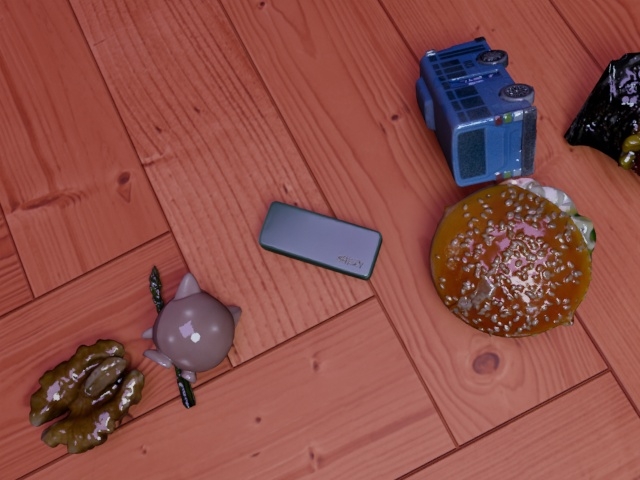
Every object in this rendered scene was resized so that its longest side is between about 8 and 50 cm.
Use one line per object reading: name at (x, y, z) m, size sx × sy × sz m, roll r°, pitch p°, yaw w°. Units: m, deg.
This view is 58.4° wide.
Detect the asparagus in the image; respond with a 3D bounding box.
asparagus at (-0.235, 0.148, 0.893) m, size 0.023 × 0.022 × 0.232 m, roll -12°, pitch 73°, yaw -27°

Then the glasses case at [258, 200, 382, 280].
glasses case at (0.000, 0.000, 0.897) m, size 0.184 × 0.039 × 0.077 m, roll 17°, pitch 79°, yaw 9°

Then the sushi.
sushi at (0.498, -0.166, 0.831) m, size 0.172 × 0.153 × 0.150 m, roll -9°, pitch 54°, yaw -16°

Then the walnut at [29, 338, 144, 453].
walnut at (-0.344, 0.235, 0.860) m, size 0.170 × 0.069 × 0.143 m, roll -38°, pitch 75°, yaw -5°

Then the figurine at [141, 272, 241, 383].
figurine at (-0.187, 0.133, 0.846) m, size 0.125 × 0.125 × 0.138 m, roll 20°, pitch 68°, yaw 10°

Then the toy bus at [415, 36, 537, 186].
toy bus at (0.220, -0.193, 0.836) m, size 0.134 × 0.116 × 0.234 m, roll -13°, pitch 42°, yaw 5°

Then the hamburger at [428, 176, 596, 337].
hamburger at (0.266, 0.024, 0.811) m, size 0.237 × 0.147 × 0.236 m, roll -2°, pitch 78°, yaw 8°
